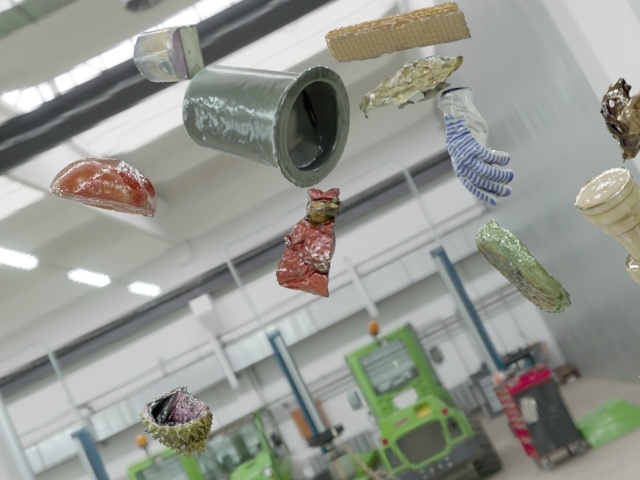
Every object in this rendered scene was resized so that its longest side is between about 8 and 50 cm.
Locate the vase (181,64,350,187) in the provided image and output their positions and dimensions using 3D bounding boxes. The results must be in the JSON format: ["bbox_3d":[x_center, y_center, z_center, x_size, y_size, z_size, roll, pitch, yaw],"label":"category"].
[{"bbox_3d":[-0.124,-0.245,1.972,0.291,0.245,0.245,13,16,33],"label":"vase"}]

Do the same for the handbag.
[{"bbox_3d":[-0.330,-0.397,2.104,0.173,0.117,0.095,4,18,45],"label":"handbag"}]

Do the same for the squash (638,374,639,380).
[{"bbox_3d":[0.814,0.287,2.368,0.132,0.105,0.105,-39,-11,13],"label":"squash"}]

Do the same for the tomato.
[{"bbox_3d":[-0.303,-0.082,1.385,0.155,0.069,0.155,10,-4,1],"label":"tomato"}]

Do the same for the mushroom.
[{"bbox_3d":[0.820,-0.373,2.139,0.356,0.331,0.334,-4,-11,-18],"label":"mushroom"}]

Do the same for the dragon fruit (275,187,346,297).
[{"bbox_3d":[0.011,0.002,1.719,0.122,0.192,0.092,16,-2,-42],"label":"dragon fruit"}]

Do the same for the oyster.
[{"bbox_3d":[0.153,-0.290,1.809,0.133,0.072,0.209,-37,20,-31],"label":"oyster"}]

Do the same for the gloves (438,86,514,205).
[{"bbox_3d":[0.277,-0.169,1.785,0.097,0.229,0.119,-27,-3,-2],"label":"gloves"}]

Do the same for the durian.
[{"bbox_3d":[-0.254,0.343,1.745,0.119,0.108,0.186,-18,17,-21],"label":"durian"}]

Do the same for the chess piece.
[{"bbox_3d":[0.639,0.043,1.889,0.117,0.397,0.117,-34,21,15],"label":"chess piece"}]

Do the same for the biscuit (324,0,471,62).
[{"bbox_3d":[0.193,-0.528,2.500,0.378,0.054,0.094,-8,-44,26],"label":"biscuit"}]

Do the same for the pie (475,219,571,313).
[{"bbox_3d":[0.308,0.043,1.509,0.041,0.187,0.187,-44,-8,-3],"label":"pie"}]
